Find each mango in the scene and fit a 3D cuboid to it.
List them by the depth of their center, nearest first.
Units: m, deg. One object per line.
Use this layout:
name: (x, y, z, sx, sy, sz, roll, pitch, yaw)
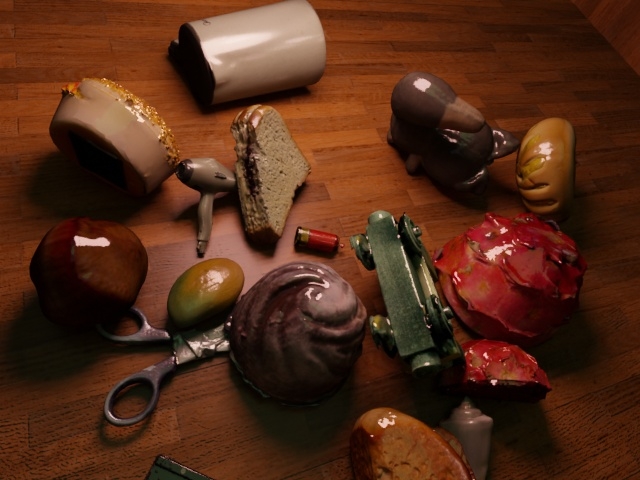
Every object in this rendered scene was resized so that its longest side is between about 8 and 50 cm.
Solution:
mango: (-0.250, 0.111, 0.988, 0.130, 0.092, 0.195, 27, 49, 10)

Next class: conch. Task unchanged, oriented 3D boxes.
conch: (0.318, 0.432, 0.984, 0.104, 0.094, 0.176, 9, 83, -27)

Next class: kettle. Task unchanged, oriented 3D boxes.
kettle: (-0.232, -0.577, 1.368, 0.376, 0.250, 0.361, -24, 47, -25)

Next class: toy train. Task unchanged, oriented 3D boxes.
toy train: (0.200, 0.122, 1.007, 0.160, 0.253, 0.397, -24, 51, 17)

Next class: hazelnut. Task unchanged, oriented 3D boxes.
hazelnut: (-0.462, 0.057, 0.907, 0.229, 0.229, 0.230, 8, 57, -12)

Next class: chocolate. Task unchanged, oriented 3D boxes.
chocolate: (-0.029, 0.168, 0.938, 0.303, 0.213, 0.303, 12, 52, -16)

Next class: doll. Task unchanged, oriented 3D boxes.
doll: (0.352, -0.283, 1.284, 0.382, 0.252, 0.378, 29, 15, 11)

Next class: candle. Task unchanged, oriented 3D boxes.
candle: (0.000, 0.000, 1.164, 0.130, 0.052, 0.052, 11, 56, -11)

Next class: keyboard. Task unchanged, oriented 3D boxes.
keyboard: (-0.209, 0.469, 0.825, 0.231, 0.023, 0.072, 25, 62, 0)

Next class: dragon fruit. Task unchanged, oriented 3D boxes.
dragon fruit: (0.397, 0.298, 1.050, 0.261, 0.163, 0.189, 6, 30, -12)
dragon fruit: (0.503, 0.072, 1.164, 0.386, 0.249, 0.371, 21, 51, -6)

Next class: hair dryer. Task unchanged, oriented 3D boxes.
hair dryer: (-0.243, -0.102, 1.131, 0.219, 0.088, 0.225, -26, 110, -49)

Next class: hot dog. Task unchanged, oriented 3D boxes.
hot dog: (0.195, 0.509, 0.821, 0.223, 0.185, 0.406, 0, 60, -15)

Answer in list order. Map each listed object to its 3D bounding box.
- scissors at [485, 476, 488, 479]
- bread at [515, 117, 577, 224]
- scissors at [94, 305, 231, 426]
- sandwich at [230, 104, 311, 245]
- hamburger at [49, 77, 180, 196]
scissors: (0.352, 0.545, 0.947, 0.039, 0.012, 0.113, 3, 58, -15)
bread: (0.670, -0.196, 1.352, 0.160, 0.333, 0.333, 2, 48, 31)
scissors: (-0.259, 0.224, 0.958, 0.383, 0.029, 0.256, -6, 56, -23)
sandwich: (-0.146, -0.171, 1.128, 0.099, 0.254, 0.289, -4, 50, 31)
hamburger: (-0.462, -0.239, 1.044, 0.294, 0.276, 0.179, 29, 66, -3)
